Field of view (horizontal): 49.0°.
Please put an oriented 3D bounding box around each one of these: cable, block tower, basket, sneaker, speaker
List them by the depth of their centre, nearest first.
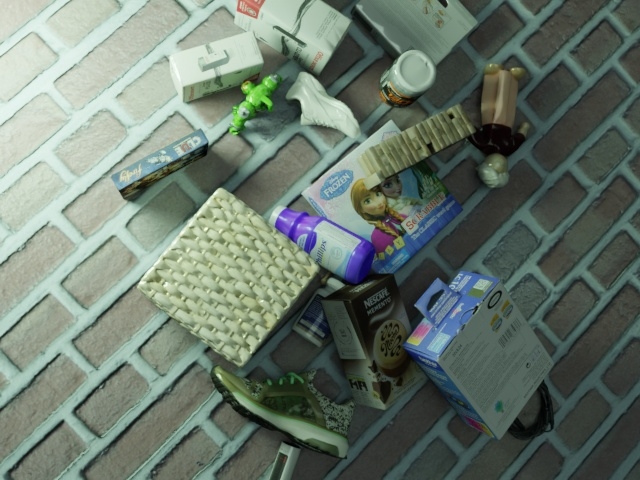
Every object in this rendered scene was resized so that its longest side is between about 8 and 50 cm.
[{"bbox_3d":[-0.224,0.084,1.699,0.331,0.266,0.328,39,80,-4],"label":"basket"},{"bbox_3d":[-0.085,0.393,1.779,0.410,0.158,0.182,31,68,-13],"label":"sneaker"},{"bbox_3d":[-0.095,0.584,1.790,0.055,0.055,0.136,22,82,-9],"label":"speaker"},{"bbox_3d":[0.252,-0.251,1.840,0.335,0.091,0.097,-30,89,-20],"label":"block tower"},{"bbox_3d":[0.003,-0.335,1.873,0.232,0.090,0.115,41,86,3],"label":"sneaker"},{"bbox_3d":[0.567,0.453,1.941,0.150,0.047,0.184,-6,89,-7],"label":"cable"}]

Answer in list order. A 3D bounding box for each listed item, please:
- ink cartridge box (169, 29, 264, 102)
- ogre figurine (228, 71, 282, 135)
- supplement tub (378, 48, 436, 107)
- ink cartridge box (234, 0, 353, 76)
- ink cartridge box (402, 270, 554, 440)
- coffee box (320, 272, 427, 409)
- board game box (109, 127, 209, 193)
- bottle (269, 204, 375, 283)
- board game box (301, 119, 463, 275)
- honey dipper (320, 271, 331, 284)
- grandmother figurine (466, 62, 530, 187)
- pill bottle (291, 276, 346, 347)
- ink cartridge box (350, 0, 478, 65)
[{"bbox_3d":[-0.265,-0.438,1.782,0.218,0.158,0.092,-18,90,-12],"label":"ink cartridge box"},{"bbox_3d":[-0.162,-0.365,1.818,0.197,0.118,0.097,-31,92,-12],"label":"ogre figurine"},{"bbox_3d":[0.224,-0.422,1.861,0.117,0.190,0.117,1,85,-10],"label":"supplement tub"},{"bbox_3d":[-0.074,-0.562,1.810,0.273,0.197,0.114,30,82,-7],"label":"ink cartridge box"},{"bbox_3d":[0.392,0.268,1.785,0.270,0.151,0.395,-48,119,-18],"label":"ink cartridge box"},{"bbox_3d":[0.137,0.250,1.775,0.168,0.119,0.297,-28,105,-36],"label":"coffee box"},{"bbox_3d":[-0.394,-0.187,1.735,0.243,0.165,0.042,-30,92,-11],"label":"board game box"},{"bbox_3d":[0.000,0.000,1.786,0.283,0.118,0.092,29,42,19],"label":"bottle"},{"bbox_3d":[0.169,-0.104,1.872,0.318,0.066,0.318,-41,94,-19],"label":"board game box"},{"bbox_3d":[0.048,0.052,1.872,0.030,0.030,0.161,34,81,-7],"label":"honey dipper"},{"bbox_3d":[0.488,-0.314,1.955,0.207,0.104,0.342,5,82,-2],"label":"grandmother figurine"},{"bbox_3d":[0.007,0.183,1.821,0.094,0.094,0.169,35,80,-7],"label":"pill bottle"},{"bbox_3d":[0.261,-0.617,1.951,0.275,0.060,0.239,46,78,-4],"label":"ink cartridge box"}]
